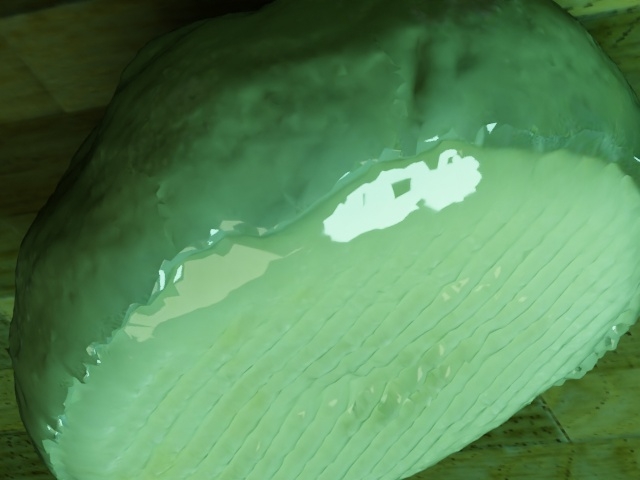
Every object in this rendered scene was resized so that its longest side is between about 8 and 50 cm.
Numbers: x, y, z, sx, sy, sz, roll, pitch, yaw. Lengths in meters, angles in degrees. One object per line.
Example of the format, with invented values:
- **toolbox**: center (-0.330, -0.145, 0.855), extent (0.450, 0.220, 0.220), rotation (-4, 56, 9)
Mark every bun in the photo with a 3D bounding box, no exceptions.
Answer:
- **bun**: center (0.000, 0.000, 0.769), extent (0.287, 0.146, 0.287), rotation (-18, 148, -11)
